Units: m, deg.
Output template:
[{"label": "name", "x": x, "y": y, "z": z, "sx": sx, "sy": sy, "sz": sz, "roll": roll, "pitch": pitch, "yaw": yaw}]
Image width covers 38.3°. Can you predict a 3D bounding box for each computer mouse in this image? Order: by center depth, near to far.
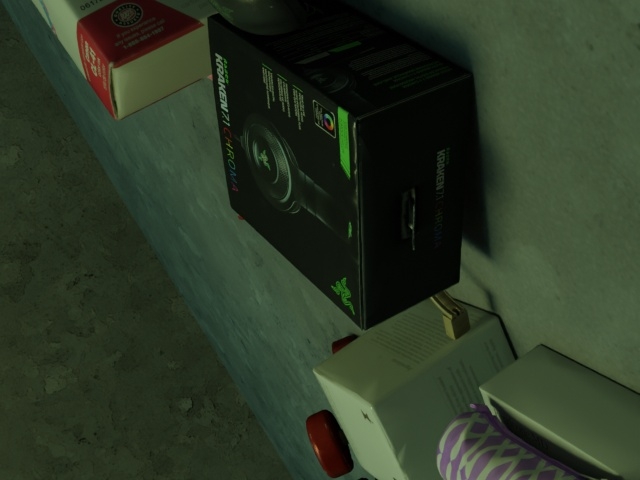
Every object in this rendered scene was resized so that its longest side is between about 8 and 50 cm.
[{"label": "computer mouse", "x": -0.086, "y": -0.271, "z": 0.870, "sx": 0.188, "sy": 0.072, "sz": 0.272, "roll": 49, "pitch": -167, "yaw": -43}]

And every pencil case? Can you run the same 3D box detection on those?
[{"label": "pencil case", "x": 0.189, "y": 0.224, "z": 0.838, "sx": 0.206, "sy": 0.086, "sz": 0.088, "roll": 21, "pitch": 101, "yaw": 59}]

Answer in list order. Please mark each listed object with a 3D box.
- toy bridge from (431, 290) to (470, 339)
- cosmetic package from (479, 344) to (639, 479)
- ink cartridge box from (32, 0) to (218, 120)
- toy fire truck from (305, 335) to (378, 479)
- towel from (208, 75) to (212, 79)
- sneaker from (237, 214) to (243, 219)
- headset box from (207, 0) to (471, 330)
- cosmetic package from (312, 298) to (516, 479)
[{"label": "toy bridge", "x": 0.099, "y": 0.043, "z": 1.055, "sx": 0.188, "sy": 0.026, "sz": 0.063, "roll": 37, "pitch": 151, "yaw": 50}, {"label": "cosmetic package", "x": 0.328, "y": 0.290, "z": 0.853, "sx": 0.377, "sy": 0.097, "sz": 0.284, "roll": 27, "pitch": 142, "yaw": 59}, {"label": "ink cartridge box", "x": -0.230, "y": -0.330, "z": 1.101, "sx": 0.306, "sy": 0.226, "sz": 0.131, "roll": 53, "pitch": 162, "yaw": 13}, {"label": "toy fire truck", "x": 0.103, "y": 0.313, "z": 1.447, "sx": 0.302, "sy": 0.169, "sz": 0.254, "roll": 62, "pitch": -174, "yaw": -11}, {"label": "towel", "x": -0.136, "y": -0.268, "z": 1.277, "sx": 0.144, "sy": 0.029, "sz": 0.197, "roll": 47, "pitch": 159, "yaw": 30}, {"label": "sneaker", "x": -0.081, "y": -0.110, "z": 1.188, "sx": 0.221, "sy": 0.087, "sz": 0.128, "roll": -68, "pitch": -44, "yaw": -74}, {"label": "headset box", "x": 0.021, "y": -0.085, "z": 0.929, "sx": 0.283, "sy": 0.131, "sz": 0.246, "roll": 41, "pitch": 146, "yaw": 41}, {"label": "cosmetic package", "x": 0.121, "y": 0.179, "z": 1.075, "sx": 0.151, "sy": 0.184, "sz": 0.151, "roll": 20, "pitch": 138, "yaw": 63}]
